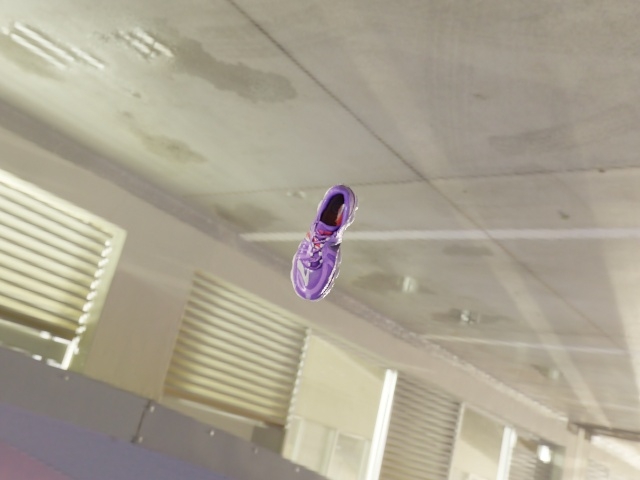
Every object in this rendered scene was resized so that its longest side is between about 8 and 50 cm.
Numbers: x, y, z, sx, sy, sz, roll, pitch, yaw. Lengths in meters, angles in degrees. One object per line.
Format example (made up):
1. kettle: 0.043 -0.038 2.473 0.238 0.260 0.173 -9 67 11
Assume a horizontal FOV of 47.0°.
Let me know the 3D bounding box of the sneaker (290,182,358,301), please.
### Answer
1. sneaker: 0.000 0.000 1.016 0.068 0.170 0.071 17 -179 9
